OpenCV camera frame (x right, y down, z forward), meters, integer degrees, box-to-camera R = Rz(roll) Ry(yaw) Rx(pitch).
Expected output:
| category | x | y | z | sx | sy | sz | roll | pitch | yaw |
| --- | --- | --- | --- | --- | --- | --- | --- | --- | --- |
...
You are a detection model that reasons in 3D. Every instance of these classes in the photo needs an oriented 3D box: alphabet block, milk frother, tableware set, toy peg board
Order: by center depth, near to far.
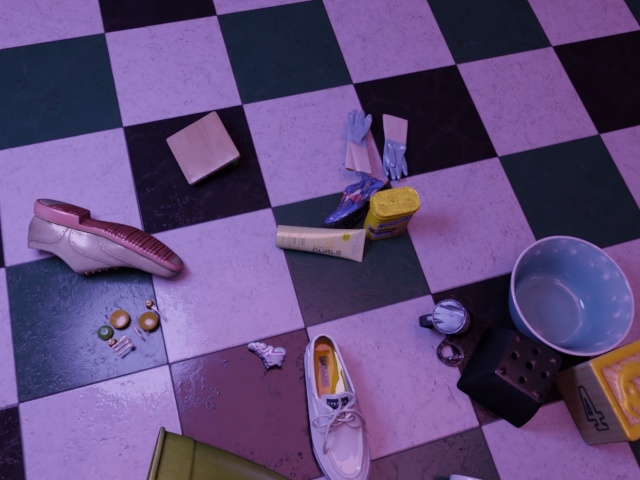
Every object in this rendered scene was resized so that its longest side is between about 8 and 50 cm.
| category | x | y | z | sx | sy | sz | roll | pitch | yaw |
| --- | --- | --- | --- | --- | --- | --- | --- | --- | --- |
| alphabet block | 0.723 | 0.368 | 1.390 | 0.192 | 0.197 | 0.194 | -19 | 70 | -13 |
| tableware set | -0.476 | 0.209 | 1.439 | 0.104 | 0.024 | 0.154 | 42 | 71 | 15 |
| milk frother | 0.329 | 0.234 | 1.441 | 0.129 | 0.134 | 0.143 | -29 | 67 | 17 |
| toy peg board | -0.321 | -0.249 | 1.624 | 0.160 | 0.079 | 0.161 | -30 | 72 | 0 |

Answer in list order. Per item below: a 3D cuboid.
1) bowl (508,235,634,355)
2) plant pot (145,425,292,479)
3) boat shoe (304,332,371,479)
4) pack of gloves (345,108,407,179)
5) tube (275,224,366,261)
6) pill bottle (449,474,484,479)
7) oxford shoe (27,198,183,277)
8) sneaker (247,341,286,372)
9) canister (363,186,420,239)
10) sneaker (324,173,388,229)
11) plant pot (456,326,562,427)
| category | x | y | z | sx | sy | sz | roll | pitch | yaw |
| --- | --- | --- | --- | --- | --- | --- | --- | --- | --- |
| bowl | 0.617 | 0.161 | 1.483 | 0.311 | 0.163 | 0.312 | 2 | 66 | -4 |
| plant pot | -0.193 | 0.593 | 1.154 | 0.352 | 0.366 | 0.367 | 14 | 67 | -12 |
| boat shoe | 0.040 | 0.385 | 1.325 | 0.135 | 0.156 | 0.367 | -7 | 63 | -6 |
| pack of gloves | 0.162 | -0.276 | 1.691 | 0.195 | 0.046 | 0.232 | 12 | 61 | -15 |
| tube | 0.000 | 0.000 | 1.546 | 0.240 | 0.070 | 0.062 | 7 | 56 | -4 |
| pill bottle | 0.330 | 0.665 | 1.254 | 0.153 | 0.153 | 0.265 | 13 | 67 | 0 |
| oxford shoe | -0.550 | 0.026 | 1.472 | 0.396 | 0.140 | 0.147 | 23 | 98 | -1 |
| sneaker | -0.139 | 0.294 | 1.425 | 0.098 | 0.038 | 0.069 | 12 | 66 | 0 |
| canister | 0.185 | -0.068 | 1.534 | 0.126 | 0.170 | 0.073 | -12 | 69 | -10 |
| sneaker | 0.089 | -0.104 | 1.600 | 0.087 | 0.083 | 0.221 | 39 | 63 | 25 |
| plant pot | 0.478 | 0.322 | 1.403 | 0.188 | 0.167 | 0.187 | 33 | 69 | 7 |
